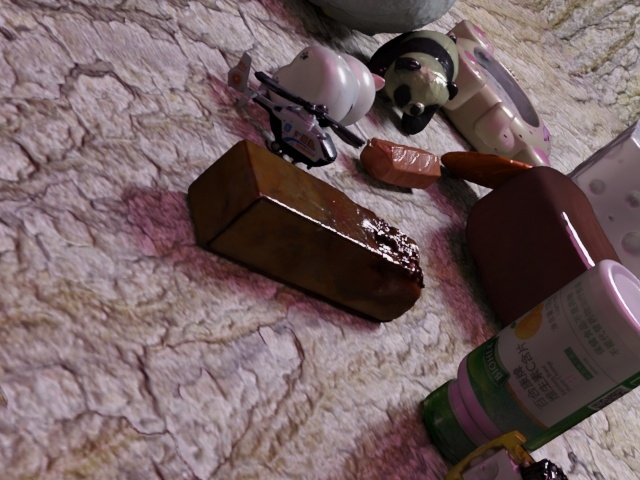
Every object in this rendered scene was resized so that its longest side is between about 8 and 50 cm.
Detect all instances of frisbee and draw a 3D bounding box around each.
[{"bbox_3d":[0.287,-0.102,1.759,0.192,0.192,0.035,21,82,-47],"label":"frisbee"}]

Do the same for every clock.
[{"bbox_3d":[0.328,-0.261,2.066,0.309,0.114,0.284,47,24,-11],"label":"clock"}]

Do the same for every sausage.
[{"bbox_3d":[0.113,-0.112,1.565,0.169,0.065,0.065,5,51,-56],"label":"sausage"}]

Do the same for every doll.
[{"bbox_3d":[0.157,-0.272,1.777,0.143,0.135,0.234,45,29,-8],"label":"doll"},{"bbox_3d":[0.008,-0.206,1.467,0.107,0.110,0.180,55,23,6],"label":"doll"}]

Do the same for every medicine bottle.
[{"bbox_3d":[0.245,0.148,1.185,0.133,0.274,0.133,36,29,-24],"label":"medicine bottle"}]

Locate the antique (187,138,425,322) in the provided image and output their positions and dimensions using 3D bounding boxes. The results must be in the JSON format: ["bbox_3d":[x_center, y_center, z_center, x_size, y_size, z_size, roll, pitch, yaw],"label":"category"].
[{"bbox_3d":[0.000,0.000,1.193,0.310,0.093,0.087,27,34,-42],"label":"antique"}]

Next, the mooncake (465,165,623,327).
[{"bbox_3d":[0.358,0.047,1.629,0.326,0.174,0.334,49,22,-12],"label":"mooncake"}]

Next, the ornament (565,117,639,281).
[{"bbox_3d":[0.589,-0.057,2.073,0.240,0.239,0.239,51,24,1],"label":"ornament"}]

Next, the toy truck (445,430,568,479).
[{"bbox_3d":[0.246,0.332,1.108,0.286,0.136,0.111,55,21,5],"label":"toy truck"}]

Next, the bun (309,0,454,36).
[{"bbox_3d":[0.065,-0.475,1.785,0.362,0.211,0.362,35,24,-18],"label":"bun"}]

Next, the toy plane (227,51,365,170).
[{"bbox_3d":[-0.041,-0.152,1.352,0.197,0.078,0.053,39,26,9],"label":"toy plane"}]
